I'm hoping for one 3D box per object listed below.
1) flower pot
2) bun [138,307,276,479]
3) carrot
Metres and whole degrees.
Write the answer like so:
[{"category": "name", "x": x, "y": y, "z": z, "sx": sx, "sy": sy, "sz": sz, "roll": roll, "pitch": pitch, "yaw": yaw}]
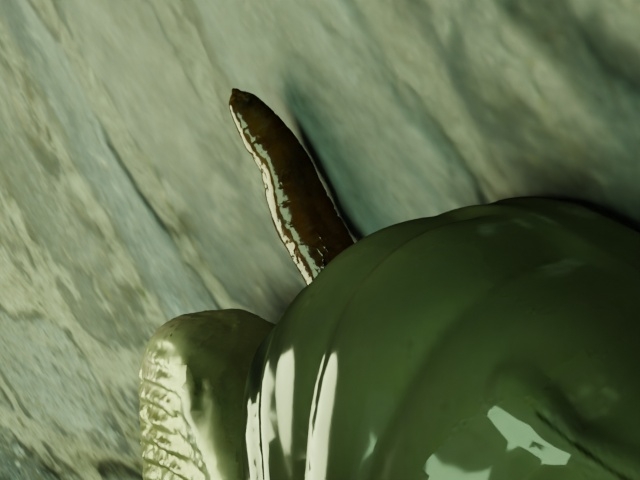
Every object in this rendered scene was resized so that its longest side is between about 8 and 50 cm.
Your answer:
[{"category": "flower pot", "x": 0.045, "y": 0.159, "z": 0.701, "sx": 0.307, "sy": 0.244, "sz": 0.307, "roll": 44, "pitch": 153, "yaw": 30}, {"category": "bun", "x": -0.018, "y": 0.146, "z": 0.963, "sx": 0.210, "sy": 0.116, "sz": 0.237, "roll": 151, "pitch": 104, "yaw": -69}, {"category": "carrot", "x": -0.001, "y": 0.001, "z": 0.866, "sx": 0.165, "sy": 0.035, "sz": 0.035, "roll": 61, "pitch": 156, "yaw": 2}]
